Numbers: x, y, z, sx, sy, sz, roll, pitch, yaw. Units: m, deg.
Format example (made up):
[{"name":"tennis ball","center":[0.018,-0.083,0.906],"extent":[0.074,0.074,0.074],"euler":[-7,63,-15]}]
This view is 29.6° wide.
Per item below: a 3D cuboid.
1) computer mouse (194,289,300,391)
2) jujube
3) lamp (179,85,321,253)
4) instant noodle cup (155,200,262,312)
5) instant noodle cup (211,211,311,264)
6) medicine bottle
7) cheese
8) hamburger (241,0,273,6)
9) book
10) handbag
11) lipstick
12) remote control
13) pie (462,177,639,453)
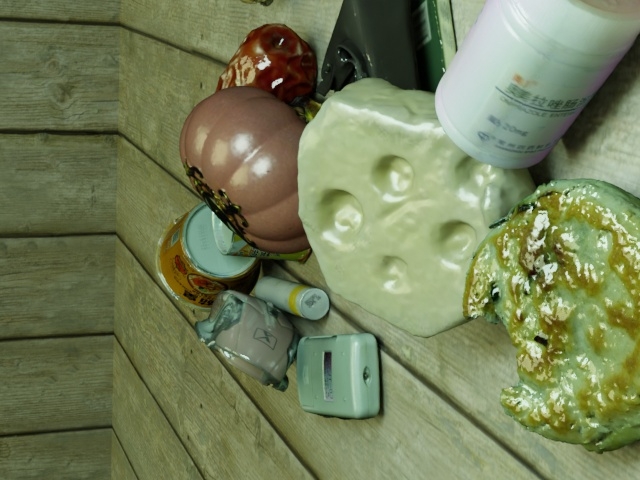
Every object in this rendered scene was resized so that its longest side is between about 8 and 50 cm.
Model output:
[{"name":"computer mouse","center":[-0.119,0.158,2.220],"extent":[0.115,0.199,0.389],"euler":[-53,12,5]},{"name":"jujube","center":[-0.101,-0.267,2.144],"extent":[0.250,0.174,0.174],"euler":[109,151,-48]},{"name":"lamp","center":[-0.083,-0.126,1.984],"extent":[0.305,0.239,0.305],"euler":[46,168,13]},{"name":"instant noodle cup","center":[-0.203,0.017,2.359],"extent":[0.172,0.215,0.216],"euler":[133,132,-67]},{"name":"instant noodle cup","center":[-0.108,-0.055,2.209],"extent":[0.205,0.153,0.205],"euler":[178,90,-68]},{"name":"medicine bottle","center":[0.234,-0.206,1.275],"extent":[0.254,0.152,0.152],"euler":[120,143,-55]},{"name":"cheese","center":[0.110,-0.047,1.476],"extent":[0.318,0.115,0.326],"euler":[-28,92,43]},{"name":"hamburger","center":[-0.109,-0.570,2.166],"extent":[0.260,0.144,0.283],"euler":[62,149,16]},{"name":"book","center":[0.109,-0.193,1.775],"extent":[0.371,0.043,0.260],"euler":[147,120,-65]},{"name":"handbag","center":[0.060,-0.198,1.709],"extent":[0.257,0.113,0.285],"euler":[134,132,-69]},{"name":"lipstick","center":[-0.055,0.103,2.209],"extent":[0.264,0.059,0.059],"euler":[-169,79,-69]},{"name":"remote control","center":[0.025,0.225,2.006],"extent":[0.296,0.056,0.140],"euler":[163,107,-70]},{"name":"pie","center":[0.268,0.078,1.259],"extent":[0.302,0.066,0.303],"euler":[14,108,52]}]
